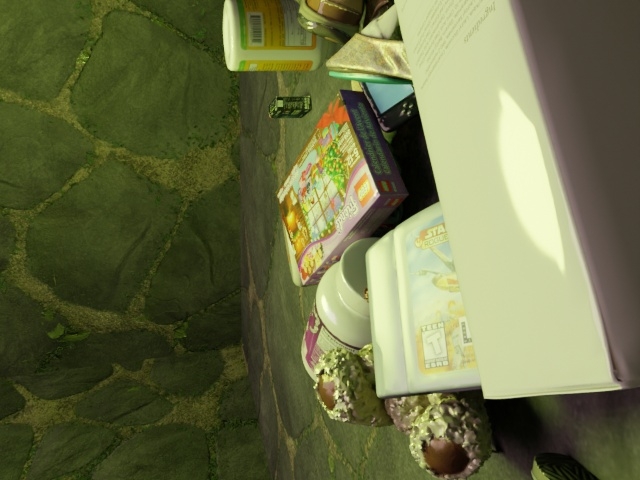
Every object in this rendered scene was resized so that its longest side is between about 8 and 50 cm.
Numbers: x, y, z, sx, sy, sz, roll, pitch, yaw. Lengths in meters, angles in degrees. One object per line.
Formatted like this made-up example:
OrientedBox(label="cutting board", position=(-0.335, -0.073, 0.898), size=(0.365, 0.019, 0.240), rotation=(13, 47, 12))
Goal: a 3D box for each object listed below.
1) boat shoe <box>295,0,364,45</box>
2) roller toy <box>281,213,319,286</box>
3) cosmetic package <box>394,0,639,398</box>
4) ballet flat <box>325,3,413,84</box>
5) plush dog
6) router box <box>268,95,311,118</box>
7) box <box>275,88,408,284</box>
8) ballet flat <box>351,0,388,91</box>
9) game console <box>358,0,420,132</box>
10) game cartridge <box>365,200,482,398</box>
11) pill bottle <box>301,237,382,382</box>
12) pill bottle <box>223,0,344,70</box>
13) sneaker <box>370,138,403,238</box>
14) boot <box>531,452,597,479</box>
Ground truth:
OrientedBox(label="boat shoe", position=(0.019, -0.443, 1.002), size=(0.323, 0.123, 0.119), rotation=(-106, 33, -49))
OrientedBox(label="roller toy", position=(0.000, 0.000, 1.263), size=(0.191, 0.147, 0.209), rotation=(-124, 25, -79))
OrientedBox(label="cosmetic package", position=(0.191, -0.087, 0.416), size=(0.155, 0.197, 0.365), rotation=(128, 137, -69))
OrientedBox(label="ballet flat", position=(0.126, -0.232, 0.713), size=(0.316, 0.108, 0.106), rotation=(27, 115, 45))
OrientedBox(label="plush dog", position=(0.149, 0.146, 0.767), size=(0.263, 0.211, 0.225), rotation=(17, 98, 45))
OrientedBox(label="router box", position=(-0.083, -0.354, 1.568), size=(0.122, 0.092, 0.038), rotation=(-175, 80, -76))
OrientedBox(label="box", position=(0.021, -0.079, 0.991), size=(0.293, 0.057, 0.200), rotation=(-52, 50, 50))
OrientedBox(label="ballet flat", position=(0.093, -0.302, 0.954), size=(0.067, 0.073, 0.206), rotation=(-111, 20, -54))
OrientedBox(label="game console", position=(0.099, -0.249, 0.853), size=(0.124, 0.085, 0.143), rotation=(-31, 74, 28))
OrientedBox(label="game cartridge", position=(0.159, 0.049, 0.594), size=(0.297, 0.062, 0.197), rotation=(-24, 67, 47))
OrientedBox(label="pill bottle", position=(0.067, 0.131, 1.003), size=(0.301, 0.170, 0.169), rotation=(105, 155, -52))
OrientedBox(label="pill bottle", position=(-0.063, -0.407, 1.171), size=(0.136, 0.246, 0.136), rotation=(176, 90, -75))
OrientedBox(label="sneaker", position=(0.082, -0.044, 1.022), size=(0.125, 0.104, 0.261), rotation=(-122, 30, -56))
OrientedBox(label="boot", position=(0.249, 0.341, 0.568), size=(0.189, 0.076, 0.208), rotation=(-96, 11, -79))
